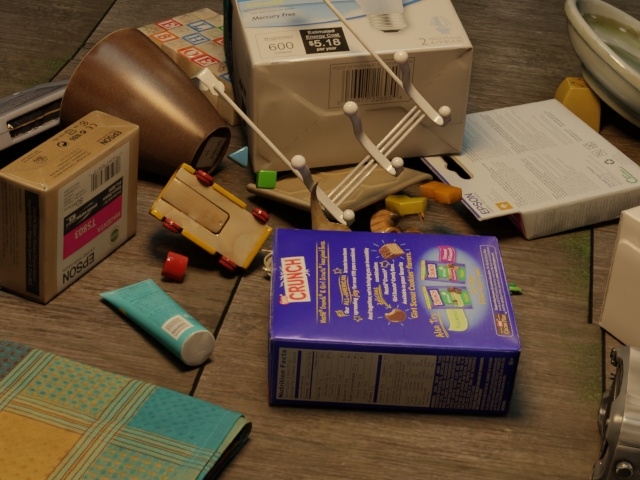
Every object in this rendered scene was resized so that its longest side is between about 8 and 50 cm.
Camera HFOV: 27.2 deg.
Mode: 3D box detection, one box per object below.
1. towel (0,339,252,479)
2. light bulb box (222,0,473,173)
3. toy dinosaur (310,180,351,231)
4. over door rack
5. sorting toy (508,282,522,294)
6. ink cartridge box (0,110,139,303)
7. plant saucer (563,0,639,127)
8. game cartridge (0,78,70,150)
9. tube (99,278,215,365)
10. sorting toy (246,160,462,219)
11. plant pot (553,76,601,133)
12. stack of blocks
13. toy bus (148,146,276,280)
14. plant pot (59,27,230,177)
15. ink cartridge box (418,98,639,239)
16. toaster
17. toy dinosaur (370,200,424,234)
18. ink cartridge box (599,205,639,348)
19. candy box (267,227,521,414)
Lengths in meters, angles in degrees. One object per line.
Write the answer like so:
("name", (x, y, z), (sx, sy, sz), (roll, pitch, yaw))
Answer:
("towel", (-0.300, 0.241, 1.581), (0.370, 0.040, 0.271), (14, 32, 19))
("light bulb box", (0.031, -0.320, 2.201), (0.358, 0.225, 0.361), (-6, 44, -10))
("toy dinosaur", (0.000, 0.000, 1.908), (0.092, 0.183, 0.053), (-26, 21, 4))
("over door rack", (0.004, -0.213, 1.928), (0.324, 0.108, 0.239), (44, 78, -1))
("sorting toy", (0.252, 0.067, 1.944), (0.083, 0.012, 0.062), (-5, 32, -13))
("ink cartridge box", (-0.358, -0.051, 1.897), (0.088, 0.193, 0.234), (19, 35, 19))
("plant saucer", (0.583, -0.290, 2.396), (0.400, 0.100, 0.400), (29, 27, -16))
("game cartridge", (-0.513, -0.203, 2.194), (0.196, 0.060, 0.294), (2, 24, 37))
("tube", (-0.220, 0.103, 1.807), (0.080, 0.052, 0.207), (-13, 30, -33))
("sorting toy", (0.061, -0.073, 2.073), (0.229, 0.041, 0.307), (-20, 25, -35))
("plant pot", (0.470, -0.252, 2.418), (0.081, 0.083, 0.081), (3, 32, -2))
("stack of blocks", (-0.188, -0.327, 2.461), (0.171, 0.087, 0.297), (-23, 41, -35))
("toy bus", (-0.155, -0.028, 1.961), (0.191, 0.202, 0.104), (-11, 3, -10))
("plant pot", (-0.267, -0.199, 2.166), (0.230, 0.215, 0.215), (33, 40, 17))
("ink cartridge box", (0.331, -0.119, 2.204), (0.330, 0.071, 0.324), (-13, 35, -18))
("toaster", (0.415, 0.222, 1.608), (0.146, 0.129, 0.227), (14, 31, 8))
("toy dinosaur", (0.103, -0.032, 2.041), (0.112, 0.064, 0.211), (3, 31, 1))
("ink cartridge box", (0.561, 0.051, 1.829), (0.270, 0.197, 0.198), (-16, 38, -30))
("candy box", (0.088, 0.102, 1.768), (0.317, 0.122, 0.268), (4, 33, -2))
